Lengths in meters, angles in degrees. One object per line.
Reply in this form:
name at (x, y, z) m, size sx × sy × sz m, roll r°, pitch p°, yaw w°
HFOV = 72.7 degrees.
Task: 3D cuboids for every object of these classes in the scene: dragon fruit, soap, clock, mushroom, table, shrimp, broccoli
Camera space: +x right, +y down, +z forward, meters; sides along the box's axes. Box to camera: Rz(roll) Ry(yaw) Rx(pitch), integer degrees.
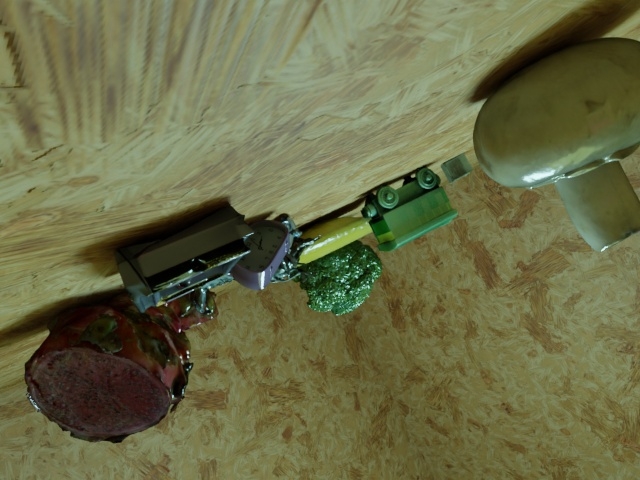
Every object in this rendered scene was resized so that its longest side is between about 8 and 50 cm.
dragon fruit at (-0.435, 0.232, 0.930) m, size 0.314 × 0.296 × 0.262 m, roll -31°, pitch -150°, yaw 17°
soap at (-0.001, -0.003, 1.511) m, size 0.428 × 0.115 × 0.306 m, roll -25°, pitch -178°, yaw -12°
clock at (-0.217, 0.034, 0.693) m, size 0.187 × 0.083 × 0.253 m, roll -24°, pitch 176°, yaw -24°
clock at (-0.132, 0.019, 0.882) m, size 0.050 × 0.110 × 0.152 m, roll 97°, pitch 15°, yaw -48°
mushroom at (0.438, -0.151, 0.727) m, size 0.315 × 0.336 × 0.314 m, roll -33°, pitch -177°, yaw 2°
table at (0.501, -0.264, 1.596) m, size 0.083 × 0.079 × 0.062 m, roll -28°, pitch 175°, yaw 6°
dragon fruit at (-0.430, 0.201, 1.338) m, size 0.211 × 0.146 × 0.282 m, roll -18°, pitch 177°, yaw 22°
shrimp at (-0.181, 0.085, 1.269) m, size 0.411 × 0.165 × 0.221 m, roll -13°, pitch 156°, yaw -5°
broccoli at (0.050, 0.120, 1.770) m, size 0.414 × 0.309 × 0.321 m, roll 0°, pitch -152°, yaw -3°

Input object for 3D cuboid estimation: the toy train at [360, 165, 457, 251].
toy train at (0.277, -0.101, 1.377) m, size 0.301 × 0.202 × 0.120 m, roll -25°, pitch -179°, yaw -23°

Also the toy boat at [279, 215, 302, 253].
toy boat at (-0.088, -0.021, 1.066) m, size 0.084 × 0.066 × 0.210 m, roll -60°, pitch 177°, yaw -17°
